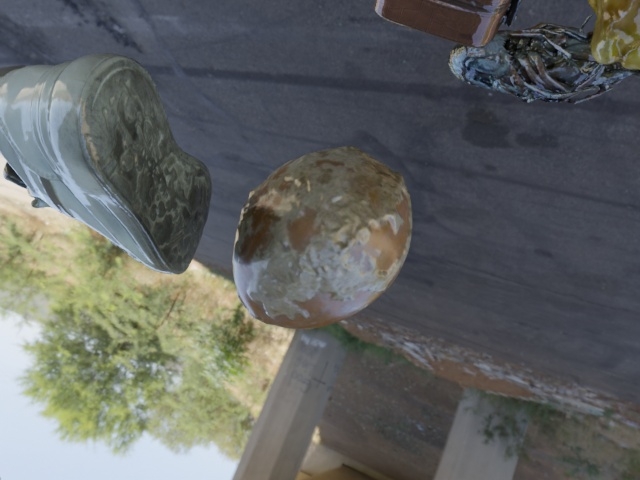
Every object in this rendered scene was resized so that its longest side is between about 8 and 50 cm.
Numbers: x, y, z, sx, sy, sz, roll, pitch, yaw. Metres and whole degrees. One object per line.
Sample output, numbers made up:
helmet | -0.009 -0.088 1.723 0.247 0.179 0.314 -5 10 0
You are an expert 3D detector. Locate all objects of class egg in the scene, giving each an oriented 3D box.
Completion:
egg | 0.000 0.000 0.633 0.195 0.233 0.195 38 -176 -3

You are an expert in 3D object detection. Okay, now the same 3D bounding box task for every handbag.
handbag | 0.153 -0.292 0.588 0.151 0.193 0.072 26 143 10

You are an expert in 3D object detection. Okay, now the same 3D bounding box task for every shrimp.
shrimp | 0.399 -0.290 0.946 0.372 0.172 0.137 10 160 33

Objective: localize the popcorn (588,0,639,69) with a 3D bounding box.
popcorn | 0.371 -0.305 0.560 0.190 0.253 0.191 32 163 0

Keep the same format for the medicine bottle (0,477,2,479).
medicine bottle | -0.221 0.206 0.324 0.090 0.090 0.216 20 130 11

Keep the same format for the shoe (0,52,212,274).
shoe | -0.209 -0.063 0.513 0.159 0.124 0.316 13 158 4
